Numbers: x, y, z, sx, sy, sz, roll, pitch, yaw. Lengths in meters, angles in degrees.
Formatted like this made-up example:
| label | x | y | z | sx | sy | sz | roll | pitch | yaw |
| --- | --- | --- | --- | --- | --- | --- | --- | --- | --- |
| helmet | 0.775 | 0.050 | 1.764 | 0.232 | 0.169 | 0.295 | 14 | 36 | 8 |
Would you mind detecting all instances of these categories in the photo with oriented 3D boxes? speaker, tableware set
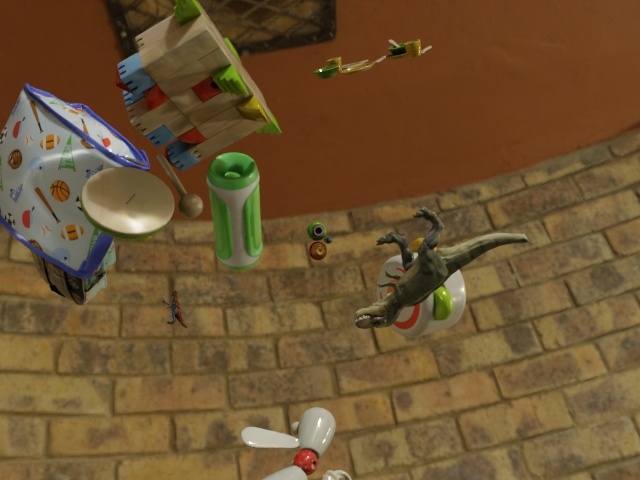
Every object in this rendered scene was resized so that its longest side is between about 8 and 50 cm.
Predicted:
| label | x | y | z | sx | sy | sz | roll | pitch | yaw |
| --- | --- | --- | --- | --- | --- | --- | --- | --- | --- |
| speaker | -0.207 | -0.064 | 1.579 | 0.131 | 0.131 | 0.296 | -6 | -45 | -9 |
| tableware set | 0.070 | -0.255 | 0.896 | 0.154 | 0.104 | 0.024 | -3 | -66 | 31 |

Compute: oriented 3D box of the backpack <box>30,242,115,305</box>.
| label | x | y | z | sx | sy | sz | roll | pitch | yaw |
| --- | --- | --- | --- | --- | --- | --- | --- | --- | --- |
| backpack | -0.701 | 0.053 | 1.823 | 0.225 | 0.191 | 0.253 | 32 | -42 | 15 |

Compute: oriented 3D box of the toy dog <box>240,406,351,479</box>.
| label | x | y | z | sx | sy | sz | roll | pitch | yaw |
| --- | --- | --- | --- | --- | --- | --- | --- | --- | --- |
| toy dog | -0.095 | 0.451 | 1.165 | 0.161 | 0.220 | 0.333 | -10 | 7 | 32 |

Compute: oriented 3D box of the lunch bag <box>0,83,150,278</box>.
| label | x | y | z | sx | sy | sz | roll | pitch | yaw |
| --- | --- | --- | --- | --- | --- | --- | --- | --- | --- |
| lunch bag | -0.606 | -0.135 | 1.578 | 0.328 | 0.385 | 0.239 | -60 | -27 | 12 |

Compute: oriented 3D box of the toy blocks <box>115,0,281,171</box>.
| label | x | y | z | sx | sy | sz | roll | pitch | yaw |
| --- | --- | --- | --- | --- | --- | --- | --- | --- | --- |
| toy blocks | -0.283 | -0.301 | 1.338 | 0.261 | 0.191 | 0.381 | -27 | -33 | 8 |

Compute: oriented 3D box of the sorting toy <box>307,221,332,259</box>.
| label | x | y | z | sx | sy | sz | roll | pitch | yaw |
| --- | --- | --- | --- | --- | --- | --- | --- | --- | --- |
| sorting toy | 0.000 | 0.000 | 1.667 | 0.061 | 0.102 | 0.042 | -3 | -2 | -14 |

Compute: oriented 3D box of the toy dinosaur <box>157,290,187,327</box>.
| label | x | y | z | sx | sy | sz | roll | pitch | yaw |
| --- | --- | --- | --- | --- | --- | --- | --- | --- | --- |
| toy dinosaur | -0.349 | 0.164 | 1.560 | 0.090 | 0.082 | 0.047 | 17 | -18 | 2 |

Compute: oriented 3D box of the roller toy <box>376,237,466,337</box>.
| label | x | y | z | sx | sy | sz | roll | pitch | yaw |
| --- | --- | --- | --- | --- | --- | --- | --- | --- | --- |
| roller toy | 0.237 | 0.119 | 1.509 | 0.146 | 0.209 | 0.191 | -9 | -34 | -32 |

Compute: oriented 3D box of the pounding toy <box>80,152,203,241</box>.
| label | x | y | z | sx | sy | sz | roll | pitch | yaw |
| --- | --- | --- | --- | --- | --- | --- | --- | --- | --- |
| pounding toy | -0.385 | -0.061 | 1.351 | 0.237 | 0.183 | 0.110 | -29 | -22 | -40 |

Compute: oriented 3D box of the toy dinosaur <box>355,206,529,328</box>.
| label | x | y | z | sx | sy | sz | roll | pitch | yaw |
| --- | --- | --- | --- | --- | --- | --- | --- | --- | --- |
| toy dinosaur | 0.150 | 0.024 | 0.929 | 0.268 | 0.118 | 0.064 | -34 | -11 | 17 |
